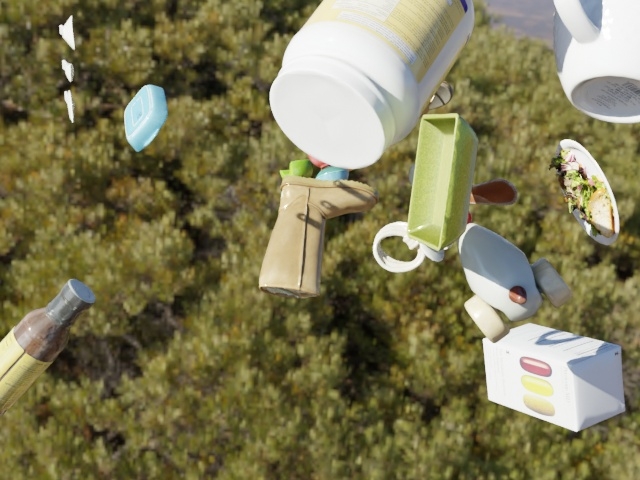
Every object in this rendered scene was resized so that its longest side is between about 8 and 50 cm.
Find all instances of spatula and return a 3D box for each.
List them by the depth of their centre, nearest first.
[{"bbox_3d":[-0.430,-0.299,1.627,0.019,0.168,0.242,-6,16,-15],"label":"spatula"}]

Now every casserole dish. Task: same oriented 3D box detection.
[{"bbox_3d":[-0.376,-0.266,2.021,0.037,0.114,0.188,32,22,-32],"label":"casserole dish"}]

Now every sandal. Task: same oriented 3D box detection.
[{"bbox_3d":[0.218,-0.329,2.309,0.219,0.090,0.060,-10,52,24],"label":"sandal"}]

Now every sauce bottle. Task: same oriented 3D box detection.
[{"bbox_3d":[-0.598,0.223,1.973,0.111,0.344,0.111,43,13,-13],"label":"sauce bottle"}]

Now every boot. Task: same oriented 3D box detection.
[{"bbox_3d":[0.000,0.000,2.102,0.236,0.269,0.089,5,-24,6],"label":"boot"}]

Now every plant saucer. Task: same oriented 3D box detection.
[{"bbox_3d":[0.178,-0.086,1.370,0.045,0.188,0.188,6,6,-10],"label":"plant saucer"}]

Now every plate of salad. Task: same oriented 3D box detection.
[{"bbox_3d":[0.454,-0.080,1.657,0.048,0.199,0.200,-24,26,-6],"label":"plate of salad"}]

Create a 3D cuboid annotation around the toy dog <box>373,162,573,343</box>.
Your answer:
[{"bbox_3d":[0.248,0.011,1.507,0.334,0.220,0.161,35,0,10],"label":"toy dog"}]

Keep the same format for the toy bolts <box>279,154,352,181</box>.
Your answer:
[{"bbox_3d":[0.025,-0.145,2.489,0.218,0.158,0.228,-7,-11,-24],"label":"toy bolts"}]

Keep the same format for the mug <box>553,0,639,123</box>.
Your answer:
[{"bbox_3d":[0.515,-0.407,1.653,0.374,0.328,0.276,30,-24,-36],"label":"mug"}]

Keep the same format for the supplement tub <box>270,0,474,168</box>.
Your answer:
[{"bbox_3d":[0.086,-0.301,1.557,0.241,0.241,0.331,16,54,26],"label":"supplement tub"}]

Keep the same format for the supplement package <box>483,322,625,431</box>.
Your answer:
[{"bbox_3d":[0.451,0.260,1.854,0.134,0.139,0.244,-14,12,-29],"label":"supplement package"}]
